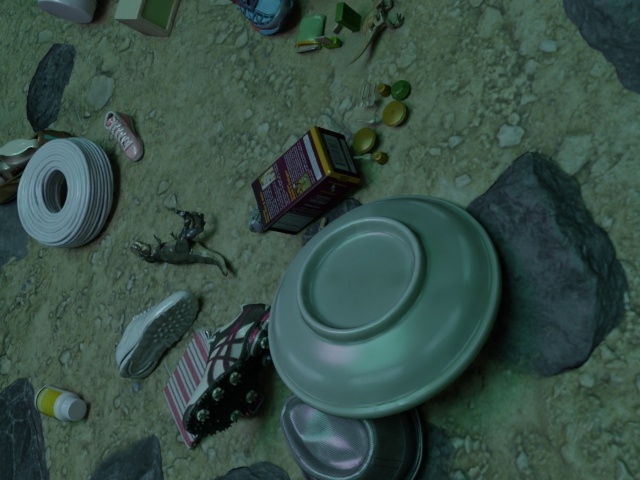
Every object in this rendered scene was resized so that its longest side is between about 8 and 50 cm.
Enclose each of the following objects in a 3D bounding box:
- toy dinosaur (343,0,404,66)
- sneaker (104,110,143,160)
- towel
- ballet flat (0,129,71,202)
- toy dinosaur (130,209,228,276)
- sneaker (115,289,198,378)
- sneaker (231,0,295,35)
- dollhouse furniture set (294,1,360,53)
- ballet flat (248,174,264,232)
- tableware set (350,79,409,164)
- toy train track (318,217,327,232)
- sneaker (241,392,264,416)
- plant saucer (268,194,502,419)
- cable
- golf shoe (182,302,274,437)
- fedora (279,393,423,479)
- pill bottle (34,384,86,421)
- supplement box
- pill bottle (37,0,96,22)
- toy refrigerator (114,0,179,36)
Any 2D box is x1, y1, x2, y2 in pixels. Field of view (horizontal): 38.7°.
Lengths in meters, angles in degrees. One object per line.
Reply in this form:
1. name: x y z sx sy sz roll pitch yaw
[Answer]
1. toy dinosaur: 0.101 -0.396 1.665 0.092 0.053 0.183 -9 63 53
2. sneaker: -0.446 -0.237 2.039 0.051 0.070 0.134 -38 57 22
3. towel: -0.230 0.281 1.715 0.197 0.029 0.144 -57 47 33
4. ballet flat: -0.749 -0.189 2.236 0.342 0.124 0.116 -20 63 34
5. toy dinosaur: -0.270 -0.001 1.835 0.268 0.064 0.118 7 88 38
6. sneaker: -0.337 0.171 1.823 0.235 0.090 0.095 -45 44 18
7. sneaker: -0.157 -0.505 1.846 0.262 0.125 0.104 44 106 39
8. dollhouse furniture set: -0.002 -0.407 1.734 0.151 0.058 0.076 -1 76 39
9. ballet flat: -0.106 -0.069 1.739 0.041 0.041 0.114 4 80 40
10. tableware set: 0.108 -0.210 1.613 0.104 0.024 0.154 2 77 36
11. toy train track: 0.000 0.000 1.643 0.048 0.014 0.083 1 72 47
12. sneaker: -0.137 0.262 1.656 0.067 0.042 0.118 -11 75 39
13. plant saucer: 0.077 0.075 1.418 0.400 0.100 0.400 -17 51 21
14. cable: -0.583 -0.111 2.078 0.257 0.089 0.257 14 95 36
15. golf shoe: -0.158 0.225 1.604 0.120 0.105 0.273 18 58 40
16. fedora: 0.028 0.306 1.455 0.275 0.124 0.244 32 97 40
17. pill bottle: -0.555 0.352 1.955 0.116 0.065 0.065 6 81 41
18. supplement box: -0.029 -0.104 1.636 0.188 0.081 0.104 -39 56 34
19. pill bottle: -0.591 -0.691 2.233 0.160 0.160 0.283 8 82 40
20. toy refrigerator: -0.364 -0.607 2.062 0.094 0.102 0.269 12 84 41
